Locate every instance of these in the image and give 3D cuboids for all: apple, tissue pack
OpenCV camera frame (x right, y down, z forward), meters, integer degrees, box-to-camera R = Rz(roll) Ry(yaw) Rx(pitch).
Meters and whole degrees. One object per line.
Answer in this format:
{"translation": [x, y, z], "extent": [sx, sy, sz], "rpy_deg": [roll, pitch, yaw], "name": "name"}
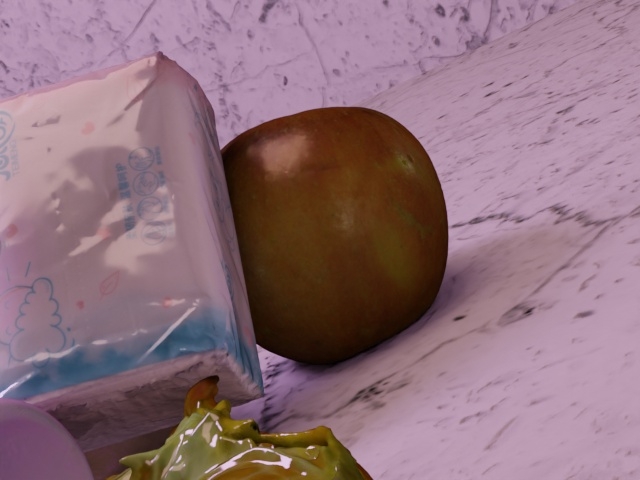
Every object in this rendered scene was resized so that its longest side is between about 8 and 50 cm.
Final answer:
{"translation": [0.000, 0.000, 1.306], "extent": [0.237, 0.207, 0.237], "rpy_deg": [-15, -5, -1], "name": "apple"}
{"translation": [-0.164, 0.011, 1.170], "extent": [0.201, 0.271, 0.124], "rpy_deg": [-15, -29, 3], "name": "tissue pack"}

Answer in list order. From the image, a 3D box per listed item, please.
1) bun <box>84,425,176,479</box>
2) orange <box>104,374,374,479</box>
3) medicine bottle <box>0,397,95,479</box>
{"translation": [-0.198, 0.130, 1.288], "extent": [0.178, 0.128, 0.193], "rpy_deg": [-24, 8, 20], "name": "bun"}
{"translation": [-0.101, 0.184, 0.597], "extent": [0.262, 0.196, 0.334], "rpy_deg": [-16, 7, -33], "name": "orange"}
{"translation": [-0.288, 0.206, 1.071], "extent": [0.254, 0.152, 0.152], "rpy_deg": [-21, 12, 35], "name": "medicine bottle"}
